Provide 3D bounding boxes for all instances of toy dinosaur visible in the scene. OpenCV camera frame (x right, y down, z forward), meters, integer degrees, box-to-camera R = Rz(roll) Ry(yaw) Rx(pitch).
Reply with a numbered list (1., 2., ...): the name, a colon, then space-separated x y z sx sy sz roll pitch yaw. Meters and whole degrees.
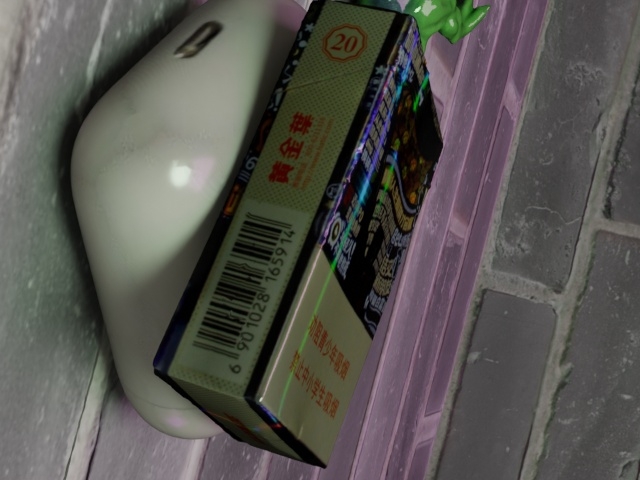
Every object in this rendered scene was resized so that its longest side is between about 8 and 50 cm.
1. toy dinosaur: 0.080 -0.262 1.165 0.374 0.143 0.500 55 47 -60

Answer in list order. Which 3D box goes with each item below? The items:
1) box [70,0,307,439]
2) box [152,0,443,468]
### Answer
1. box: -0.082 -0.019 0.861 0.289 0.141 0.349 -58 154 -43
2. box: 0.000 0.000 0.767 0.198 0.084 0.310 61 47 -61
